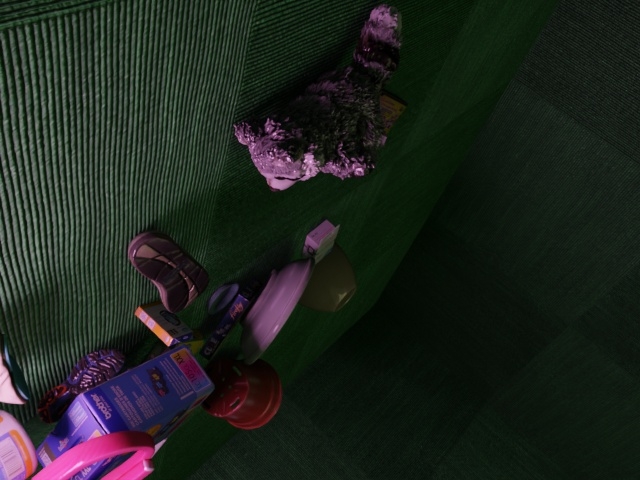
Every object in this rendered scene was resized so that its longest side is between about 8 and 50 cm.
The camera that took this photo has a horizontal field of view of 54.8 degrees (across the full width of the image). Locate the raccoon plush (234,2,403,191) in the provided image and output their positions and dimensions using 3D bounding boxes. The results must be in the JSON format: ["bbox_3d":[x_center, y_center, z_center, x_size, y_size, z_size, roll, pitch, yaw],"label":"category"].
[{"bbox_3d":[-0.011,-0.315,1.305,0.299,0.216,0.447,4,97,-55],"label":"raccoon plush"}]

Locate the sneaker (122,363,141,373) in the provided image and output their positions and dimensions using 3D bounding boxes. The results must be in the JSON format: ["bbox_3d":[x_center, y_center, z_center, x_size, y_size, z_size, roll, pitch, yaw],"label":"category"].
[{"bbox_3d":[-0.529,0.395,1.661,0.144,0.053,0.059,-59,164,4],"label":"sneaker"}]

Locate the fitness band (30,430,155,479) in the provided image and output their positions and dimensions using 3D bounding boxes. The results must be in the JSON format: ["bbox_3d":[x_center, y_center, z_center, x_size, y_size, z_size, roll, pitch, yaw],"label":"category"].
[{"bbox_3d":[-0.472,0.488,1.276,0.291,0.054,0.209,-39,146,15],"label":"fitness band"}]

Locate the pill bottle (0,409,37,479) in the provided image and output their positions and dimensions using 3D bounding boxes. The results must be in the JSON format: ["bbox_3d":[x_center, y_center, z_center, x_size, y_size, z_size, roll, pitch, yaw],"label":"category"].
[{"bbox_3d":[-0.692,0.452,1.154,0.272,0.152,0.152,-31,156,-47],"label":"pill bottle"}]

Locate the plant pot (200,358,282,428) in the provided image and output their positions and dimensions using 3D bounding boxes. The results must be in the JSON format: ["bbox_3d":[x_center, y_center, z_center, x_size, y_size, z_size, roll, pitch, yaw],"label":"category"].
[{"bbox_3d":[-0.312,0.553,2.288,0.272,0.272,0.265,-48,156,-3],"label":"plant pot"}]

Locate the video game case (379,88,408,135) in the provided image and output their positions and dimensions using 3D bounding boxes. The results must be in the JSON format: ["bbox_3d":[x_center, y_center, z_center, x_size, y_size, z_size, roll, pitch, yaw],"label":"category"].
[{"bbox_3d":[0.136,-0.324,1.808,0.248,0.035,0.275,-54,163,17],"label":"video game case"}]

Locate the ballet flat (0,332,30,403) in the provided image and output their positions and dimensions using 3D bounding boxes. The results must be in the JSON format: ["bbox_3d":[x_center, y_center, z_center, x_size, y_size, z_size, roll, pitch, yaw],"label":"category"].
[{"bbox_3d":[-0.584,0.234,1.104,0.086,0.086,0.248,-38,160,-34],"label":"ballet flat"}]

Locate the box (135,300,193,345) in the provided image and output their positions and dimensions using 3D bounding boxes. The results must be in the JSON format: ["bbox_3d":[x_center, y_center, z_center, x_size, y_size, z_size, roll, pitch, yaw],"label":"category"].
[{"bbox_3d":[-0.368,0.202,1.477,0.028,0.136,0.081,-54,163,18],"label":"box"}]

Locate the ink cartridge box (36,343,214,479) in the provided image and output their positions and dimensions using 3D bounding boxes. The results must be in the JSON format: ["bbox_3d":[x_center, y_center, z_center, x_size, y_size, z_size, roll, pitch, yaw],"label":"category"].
[{"bbox_3d":[-0.478,0.435,1.463,0.270,0.151,0.395,-48,164,29],"label":"ink cartridge box"}]

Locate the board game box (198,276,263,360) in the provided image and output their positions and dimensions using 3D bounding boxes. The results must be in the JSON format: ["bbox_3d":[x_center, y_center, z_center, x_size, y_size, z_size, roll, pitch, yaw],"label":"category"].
[{"bbox_3d":[-0.276,0.241,1.921,0.243,0.042,0.165,-55,-179,17],"label":"board game box"}]

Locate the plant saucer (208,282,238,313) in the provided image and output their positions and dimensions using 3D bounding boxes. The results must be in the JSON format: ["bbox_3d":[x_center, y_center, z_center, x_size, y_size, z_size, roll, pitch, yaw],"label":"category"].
[{"bbox_3d":[-0.291,0.166,1.821,0.119,0.021,0.119,-44,163,-17],"label":"plant saucer"}]

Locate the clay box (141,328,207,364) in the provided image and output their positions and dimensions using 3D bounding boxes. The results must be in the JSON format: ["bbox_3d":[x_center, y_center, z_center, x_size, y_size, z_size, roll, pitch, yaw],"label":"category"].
[{"bbox_3d":[-0.416,0.326,1.798,0.127,0.053,0.222,-52,164,6],"label":"clay box"}]

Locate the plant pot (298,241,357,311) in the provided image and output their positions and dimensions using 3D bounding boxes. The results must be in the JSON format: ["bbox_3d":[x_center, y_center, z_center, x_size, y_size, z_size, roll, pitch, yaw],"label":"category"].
[{"bbox_3d":[0.028,0.167,2.386,0.284,0.191,0.284,-44,164,-16],"label":"plant pot"}]

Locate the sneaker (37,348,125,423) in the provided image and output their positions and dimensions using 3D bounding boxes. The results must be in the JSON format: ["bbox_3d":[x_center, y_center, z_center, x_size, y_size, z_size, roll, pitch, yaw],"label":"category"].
[{"bbox_3d":[-0.547,0.331,1.431,0.221,0.083,0.087,-37,170,-8],"label":"sneaker"}]

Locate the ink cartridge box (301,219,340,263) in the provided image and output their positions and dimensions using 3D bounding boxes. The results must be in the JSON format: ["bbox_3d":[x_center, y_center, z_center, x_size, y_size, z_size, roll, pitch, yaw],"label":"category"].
[{"bbox_3d":[0.000,0.000,2.153,0.104,0.060,0.180,-39,162,-29],"label":"ink cartridge box"}]

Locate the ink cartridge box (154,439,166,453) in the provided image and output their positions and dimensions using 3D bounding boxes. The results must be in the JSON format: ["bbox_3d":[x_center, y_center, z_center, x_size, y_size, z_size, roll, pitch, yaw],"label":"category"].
[{"bbox_3d":[-0.501,0.509,1.784,0.218,0.158,0.092,-51,-153,4],"label":"ink cartridge box"}]

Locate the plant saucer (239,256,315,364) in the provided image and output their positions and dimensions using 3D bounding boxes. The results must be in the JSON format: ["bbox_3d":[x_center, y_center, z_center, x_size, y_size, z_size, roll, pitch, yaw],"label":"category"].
[{"bbox_3d":[-0.162,0.202,1.980,0.400,0.100,0.400,-55,-172,11],"label":"plant saucer"}]

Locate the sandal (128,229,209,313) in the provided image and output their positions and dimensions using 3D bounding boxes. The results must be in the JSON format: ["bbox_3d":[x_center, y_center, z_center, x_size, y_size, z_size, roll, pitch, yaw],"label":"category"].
[{"bbox_3d":[-0.333,0.058,1.356,0.120,0.086,0.303,-39,148,-15],"label":"sandal"}]
